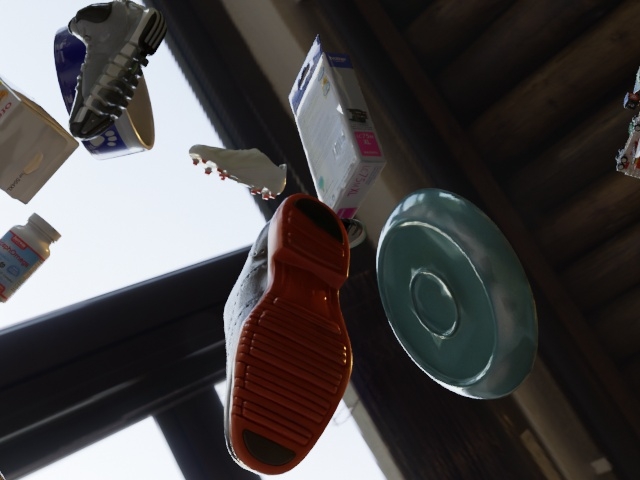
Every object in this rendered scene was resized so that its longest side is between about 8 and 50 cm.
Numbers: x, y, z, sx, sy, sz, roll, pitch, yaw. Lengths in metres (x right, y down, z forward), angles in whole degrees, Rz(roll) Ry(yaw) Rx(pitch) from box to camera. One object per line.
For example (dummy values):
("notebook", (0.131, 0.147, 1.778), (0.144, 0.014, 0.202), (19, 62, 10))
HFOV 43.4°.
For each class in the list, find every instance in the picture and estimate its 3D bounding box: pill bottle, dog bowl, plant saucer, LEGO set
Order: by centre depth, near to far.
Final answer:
("plant saucer", (0.174, 0.084, 1.141), (0.317, 0.044, 0.317), (36, -43, 44))
("LEGO set", (0.524, -0.203, 1.271), (0.060, 0.244, 0.182), (14, -92, 6))
("pill bottle", (-0.542, 0.029, 1.433), (0.087, 0.160, 0.087), (36, -15, 11))
("dog bowl", (-0.408, -0.290, 1.538), (0.104, 0.265, 0.264), (-13, -84, 1))

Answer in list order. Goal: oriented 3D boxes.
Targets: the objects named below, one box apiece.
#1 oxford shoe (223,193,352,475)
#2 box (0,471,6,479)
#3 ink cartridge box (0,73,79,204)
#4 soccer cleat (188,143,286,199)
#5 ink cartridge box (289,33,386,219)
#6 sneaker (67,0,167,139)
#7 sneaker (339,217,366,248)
("oxford shoe", (-0.036, 0.083, 0.673), (0.097, 0.271, 0.098), (33, -50, -18))
("box", (-0.357, 0.413, 0.906), (0.270, 0.060, 0.216), (91, -15, -48))
("ink cartridge box", (-0.341, -0.115, 0.869), (0.092, 0.090, 0.143), (-50, -127, -3))
("soccer cleat", (-0.147, -0.138, 1.441), (0.068, 0.196, 0.076), (-1, -110, 56))
("ink cartridge box", (0.025, -0.211, 1.504), (0.186, 0.065, 0.311), (120, -42, -51))
("sneaker", (-0.342, -0.271, 1.218), (0.132, 0.086, 0.228), (31, -95, 12))
("sneaker", (0.000, 0.000, 0.922), (0.098, 0.069, 0.038), (-33, -110, 13))
